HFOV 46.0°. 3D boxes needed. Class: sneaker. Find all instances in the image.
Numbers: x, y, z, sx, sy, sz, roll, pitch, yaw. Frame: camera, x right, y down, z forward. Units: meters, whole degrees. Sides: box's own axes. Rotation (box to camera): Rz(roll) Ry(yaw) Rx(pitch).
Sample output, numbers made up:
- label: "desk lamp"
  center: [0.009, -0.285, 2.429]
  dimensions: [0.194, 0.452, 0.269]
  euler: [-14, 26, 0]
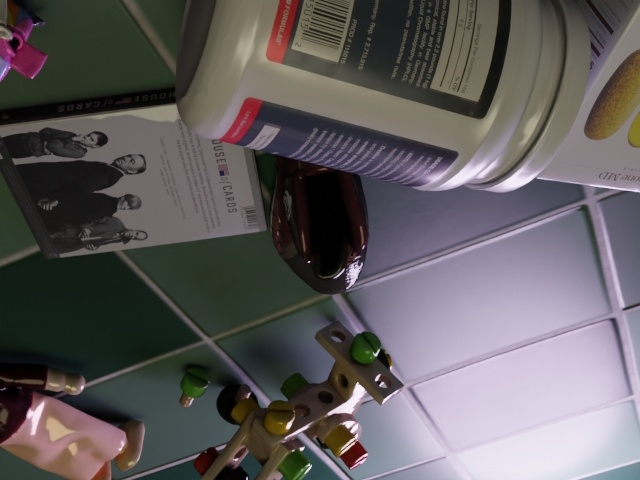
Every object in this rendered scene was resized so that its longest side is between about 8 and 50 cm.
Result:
- label: "sneaker"
  center: [0.000, 0.000, 0.740]
  dimensions: [0.106, 0.163, 0.281]
  euler: [-10, 137, 1]

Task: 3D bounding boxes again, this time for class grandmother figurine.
- label: "grandmother figurine"
  center: [-0.399, 0.225, 0.967]
  dimensions: [0.208, 0.104, 0.342]
  euler: [-47, 128, -1]

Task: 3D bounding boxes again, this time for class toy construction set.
- label: "toy construction set"
  center: [-0.003, 0.245, 0.920]
  dimensions: [0.257, 0.309, 0.237]
  euler: [8, 130, -29]

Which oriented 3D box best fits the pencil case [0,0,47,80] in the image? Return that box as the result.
- label: "pencil case"
  center: [-0.306, -0.202, 0.525]
  dimensions: [0.104, 0.104, 0.236]
  euler: [-26, 135, 17]

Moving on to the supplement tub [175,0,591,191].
- label: "supplement tub"
  center: [0.041, -0.145, 0.573]
  dimensions: [0.272, 0.191, 0.191]
  euler: [12, 133, -21]

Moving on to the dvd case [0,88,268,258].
- label: "dvd case"
  center: [-0.181, -0.062, 0.742]
  dimensions: [0.238, 0.030, 0.179]
  euler: [-8, 137, -2]

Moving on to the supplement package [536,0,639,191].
- label: "supplement package"
  center: [0.269, -0.174, 0.623]
  dimensions: [0.139, 0.134, 0.244]
  euler: [5, 135, -14]
